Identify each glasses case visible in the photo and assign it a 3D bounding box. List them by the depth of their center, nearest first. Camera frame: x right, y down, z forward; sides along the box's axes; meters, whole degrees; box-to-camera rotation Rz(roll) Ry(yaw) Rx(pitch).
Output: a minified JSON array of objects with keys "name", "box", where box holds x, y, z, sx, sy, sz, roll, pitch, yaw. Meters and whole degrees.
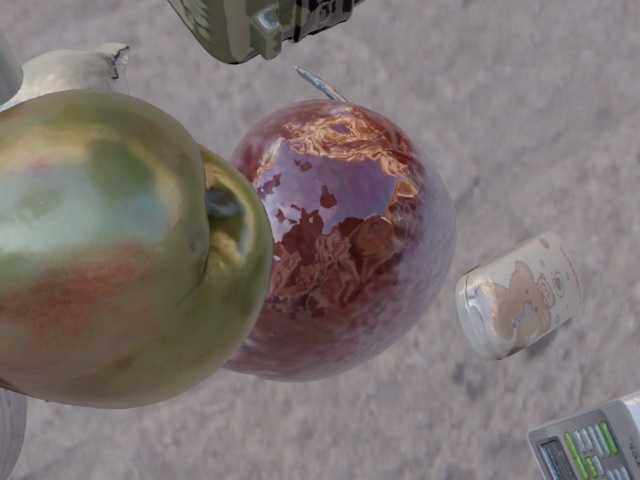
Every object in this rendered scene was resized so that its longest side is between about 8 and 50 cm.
[{"name":"glasses case","box":[0.171,0.045,1.515,0.051,0.204,0.081,-21,93,32]}]

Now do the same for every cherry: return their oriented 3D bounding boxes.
[{"name":"cherry","box":[0.003,0.002,2.048,0.291,0.326,0.335,27,103,16]}]

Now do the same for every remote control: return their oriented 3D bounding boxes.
[{"name":"remote control","box":[0.254,0.196,1.589,0.034,0.250,0.103,-22,84,-16]}]

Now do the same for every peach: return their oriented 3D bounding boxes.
[{"name":"peach","box":[-0.189,0.014,1.419,0.292,0.292,0.247,-17,73,-6]}]

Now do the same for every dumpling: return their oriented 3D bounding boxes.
[{"name":"dumpling","box":[-0.317,-0.115,2.048,0.243,0.227,0.175,-21,88,-51]}]

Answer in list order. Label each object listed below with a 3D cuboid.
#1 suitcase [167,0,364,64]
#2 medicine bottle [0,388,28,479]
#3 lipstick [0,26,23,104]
[{"name":"suitcase","box":[-0.087,-0.309,1.139,0.194,0.351,0.339,-30,73,-13]},{"name":"medicine bottle","box":[-0.423,0.178,1.825,0.245,0.306,0.245,0,91,0]},{"name":"lipstick","box":[-0.365,-0.234,1.738,0.070,0.254,0.070,-8,53,10]}]
